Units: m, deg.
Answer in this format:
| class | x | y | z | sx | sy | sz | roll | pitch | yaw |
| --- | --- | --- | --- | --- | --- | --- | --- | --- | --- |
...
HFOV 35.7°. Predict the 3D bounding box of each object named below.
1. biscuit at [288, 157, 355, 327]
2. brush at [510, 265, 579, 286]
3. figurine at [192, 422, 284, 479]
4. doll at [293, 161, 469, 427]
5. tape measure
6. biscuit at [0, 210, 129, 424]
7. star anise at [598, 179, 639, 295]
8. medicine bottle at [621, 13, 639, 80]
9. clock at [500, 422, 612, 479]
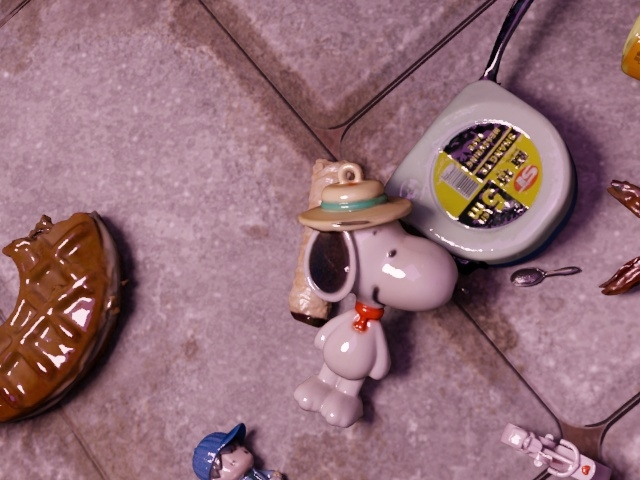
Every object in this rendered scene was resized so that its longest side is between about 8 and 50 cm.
| class | x | y | z | sx | sy | sz | roll | pitch | yaw |
| --- | --- | --- | --- | --- | --- | --- | --- | --- | --- |
| biscuit | 0.000 | 0.000 | 1.265 | 0.061 | 0.055 | 0.219 | 7 | 79 | 28 |
| brush | 0.271 | 0.041 | 1.203 | 0.083 | 0.008 | 0.024 | -9 | 72 | 14 |
| figurine | -0.097 | 0.293 | 1.224 | 0.136 | 0.077 | 0.079 | 51 | 129 | 5 |
| doll | 0.030 | 0.068 | 1.160 | 0.208 | 0.144 | 0.271 | 41 | 112 | 7 |
| tape measure | 0.238 | -0.128 | 1.197 | 0.215 | 0.098 | 0.351 | 40 | 97 | 21 |
| biscuit | -0.429 | 0.112 | 1.328 | 0.366 | 0.115 | 0.268 | -13 | 74 | 14 |
| star anise | 0.447 | 0.012 | 1.121 | 0.288 | 0.088 | 0.288 | -3 | 78 | 16 |
| medicine bottle | 0.476 | -0.200 | 1.145 | 0.238 | 0.124 | 0.124 | 31 | 87 | 20 |
| clock | 0.263 | 0.241 | 1.122 | 0.129 | 0.087 | 0.041 | 23 | 84 | 27 |
